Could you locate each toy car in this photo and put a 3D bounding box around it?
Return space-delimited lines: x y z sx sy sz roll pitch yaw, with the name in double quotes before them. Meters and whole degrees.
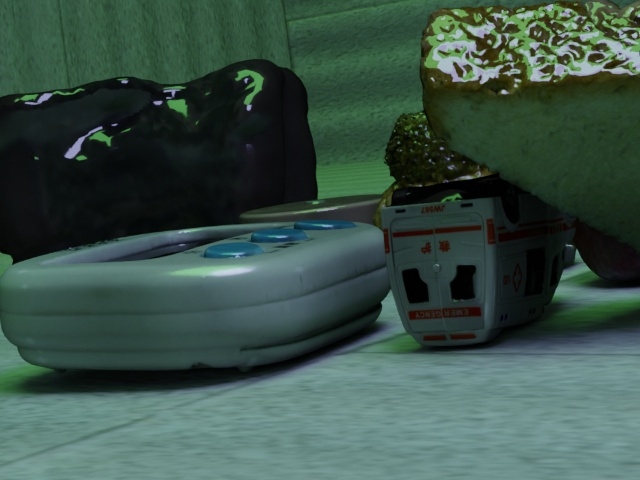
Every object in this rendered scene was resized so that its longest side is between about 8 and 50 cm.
"toy car" 0.120 0.010 1.073 0.089 0.108 0.209 -8 0 26

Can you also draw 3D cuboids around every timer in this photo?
"timer" -0.084 0.038 1.103 0.237 0.087 0.262 -4 6 28

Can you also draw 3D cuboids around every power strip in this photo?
"power strip" 0.000 0.000 1.466 0.154 0.078 0.154 -8 5 1

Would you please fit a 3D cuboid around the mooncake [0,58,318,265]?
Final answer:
"mooncake" -0.187 -0.069 1.735 0.381 0.212 0.350 -9 0 12

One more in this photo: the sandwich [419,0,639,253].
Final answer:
"sandwich" 0.219 -0.060 1.017 0.288 0.100 0.254 -6 -37 6

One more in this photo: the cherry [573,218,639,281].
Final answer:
"cherry" 0.275 -0.042 1.212 0.176 0.140 0.176 -18 11 4

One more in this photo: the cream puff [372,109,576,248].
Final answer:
"cream puff" 0.132 -0.053 1.366 0.183 0.169 0.183 -8 4 0
